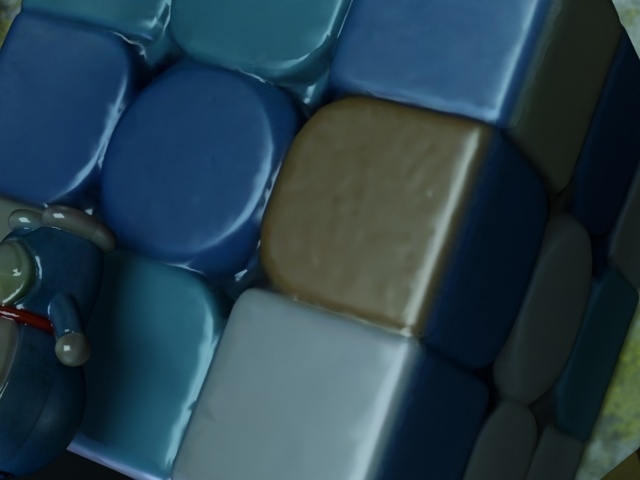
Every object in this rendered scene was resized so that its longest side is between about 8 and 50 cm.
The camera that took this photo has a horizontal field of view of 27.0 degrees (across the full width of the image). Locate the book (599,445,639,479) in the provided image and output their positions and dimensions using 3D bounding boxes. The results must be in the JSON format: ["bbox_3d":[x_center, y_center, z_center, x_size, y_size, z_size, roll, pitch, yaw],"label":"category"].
[{"bbox_3d":[0.175,0.193,0.754,0.118,0.012,0.172,-45,19,18],"label":"book"}]

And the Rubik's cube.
[{"bbox_3d":[0.000,0.000,0.862,0.344,0.347,0.347,16,83,27],"label":"Rubik's cube"}]

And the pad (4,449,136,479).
[{"bbox_3d":[-0.303,0.292,0.991,0.375,0.063,0.315,1,68,-17],"label":"pad"}]

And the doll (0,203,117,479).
[{"bbox_3d":[-0.154,0.057,0.674,0.114,0.085,0.152,-3,62,48],"label":"doll"}]
